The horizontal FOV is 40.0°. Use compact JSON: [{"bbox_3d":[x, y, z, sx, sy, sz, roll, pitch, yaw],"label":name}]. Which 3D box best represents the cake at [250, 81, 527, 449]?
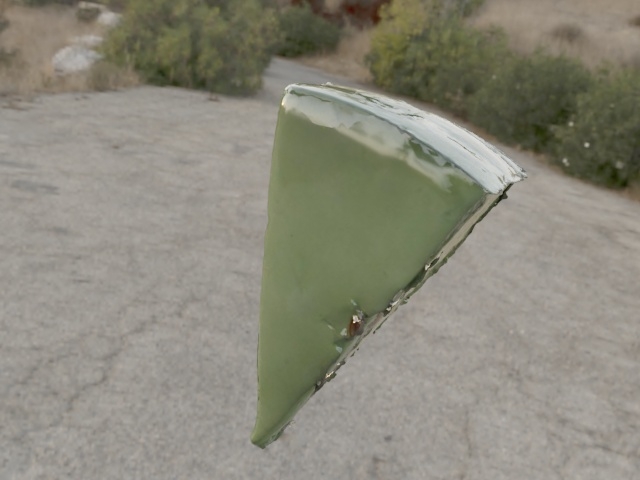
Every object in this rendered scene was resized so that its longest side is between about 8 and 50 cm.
[{"bbox_3d":[-0.002,0.005,0.695,0.172,0.284,0.158,43,21,12],"label":"cake"}]
